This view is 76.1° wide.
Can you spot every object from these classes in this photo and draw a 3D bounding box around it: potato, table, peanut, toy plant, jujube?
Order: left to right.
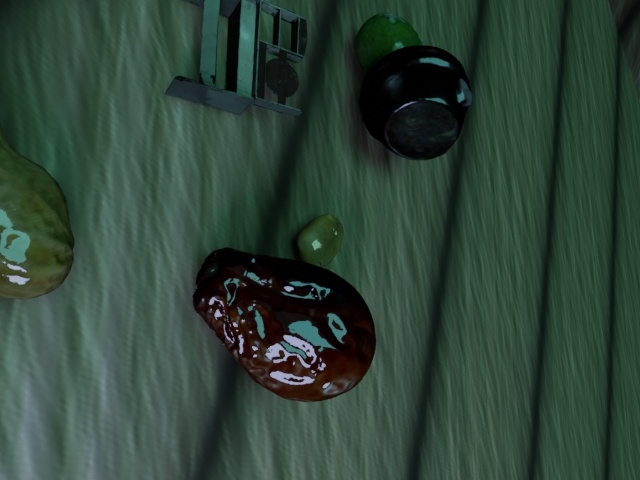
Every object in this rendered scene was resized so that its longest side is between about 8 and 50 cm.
[{"bbox_3d":[-0.310,-0.050,0.379,0.108,0.095,0.225,-39,103,-48],"label":"peanut"},{"bbox_3d":[-0.110,-0.254,0.559,0.176,0.063,0.146,7,80,-33],"label":"table"},{"bbox_3d":[-0.044,0.097,0.507,0.237,0.168,0.168,35,66,-19],"label":"jujube"},{"bbox_3d":[0.000,0.000,0.604,0.083,0.062,0.068,-43,140,-7],"label":"potato"},{"bbox_3d":[0.148,-0.255,0.688,0.218,0.176,0.235,36,37,-33],"label":"toy plant"}]
